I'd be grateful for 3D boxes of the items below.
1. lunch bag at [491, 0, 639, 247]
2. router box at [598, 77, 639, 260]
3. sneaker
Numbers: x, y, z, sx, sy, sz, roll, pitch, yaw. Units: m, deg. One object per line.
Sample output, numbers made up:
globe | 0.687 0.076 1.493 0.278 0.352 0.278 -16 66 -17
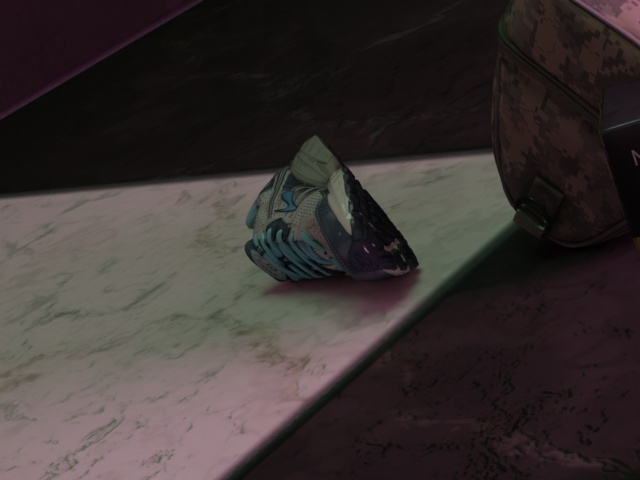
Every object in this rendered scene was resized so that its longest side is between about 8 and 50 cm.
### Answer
lunch bag | 0.287 -0.153 1.477 0.305 0.212 0.256 -38 -19 -34
router box | 0.336 -0.007 0.996 0.308 0.243 0.081 -16 19 16
sneaker | 0.000 0.000 1.614 0.122 0.110 0.283 -39 16 1
